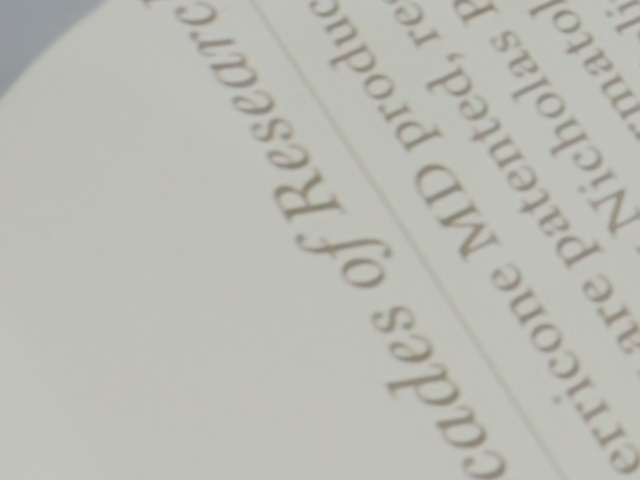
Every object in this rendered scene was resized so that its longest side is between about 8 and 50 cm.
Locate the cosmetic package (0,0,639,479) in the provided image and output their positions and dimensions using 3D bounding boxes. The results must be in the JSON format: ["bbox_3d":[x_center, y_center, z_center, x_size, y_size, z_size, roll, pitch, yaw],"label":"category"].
[{"bbox_3d":[0.000,0.000,0.528,0.393,0.329,0.327,-26,72,-22],"label":"cosmetic package"}]
